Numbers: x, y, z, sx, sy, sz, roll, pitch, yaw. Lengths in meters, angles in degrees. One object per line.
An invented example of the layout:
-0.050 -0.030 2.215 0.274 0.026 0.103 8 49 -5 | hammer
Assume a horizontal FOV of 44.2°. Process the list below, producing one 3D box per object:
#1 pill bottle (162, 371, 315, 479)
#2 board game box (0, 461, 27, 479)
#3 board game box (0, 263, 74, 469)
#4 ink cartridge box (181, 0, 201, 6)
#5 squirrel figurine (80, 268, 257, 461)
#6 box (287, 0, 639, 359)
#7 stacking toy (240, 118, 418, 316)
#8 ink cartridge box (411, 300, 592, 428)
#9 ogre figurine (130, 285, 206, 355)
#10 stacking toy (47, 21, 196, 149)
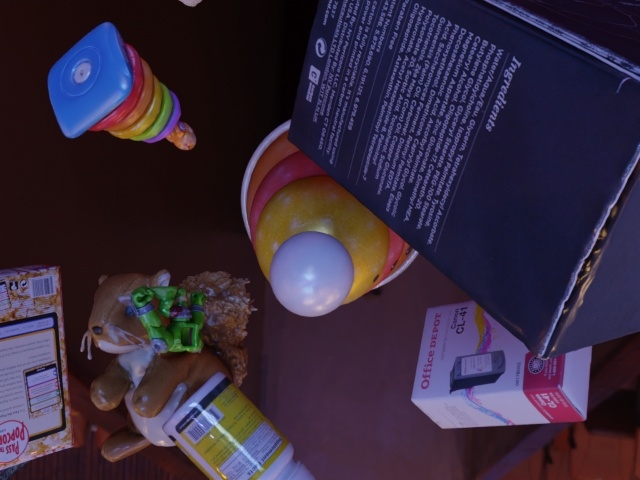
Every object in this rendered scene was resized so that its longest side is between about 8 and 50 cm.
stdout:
-0.115 0.300 1.129 0.208 0.119 0.119 46 -174 2 | pill bottle
-0.484 0.305 1.170 0.126 0.026 0.186 5 -164 10 | board game box
-0.325 0.129 0.779 0.045 0.193 0.147 4 -172 41 | board game box
-0.188 -0.304 0.538 0.273 0.114 0.197 44 -165 16 | ink cartridge box
-0.316 0.210 1.639 0.281 0.370 0.397 -7 -158 38 | squirrel figurine
0.300 -0.149 0.957 0.480 0.297 0.472 -7 -145 -36 | box
0.000 0.000 1.252 0.350 0.351 0.480 4 -160 7 | stacking toy
0.346 0.227 1.506 0.306 0.226 0.131 -13 136 35 | ink cartridge box
-0.265 0.145 1.424 0.097 0.118 0.197 -12 167 4 | ogre figurine
-0.318 -0.234 1.416 0.165 0.175 0.302 -33 149 17 | stacking toy
